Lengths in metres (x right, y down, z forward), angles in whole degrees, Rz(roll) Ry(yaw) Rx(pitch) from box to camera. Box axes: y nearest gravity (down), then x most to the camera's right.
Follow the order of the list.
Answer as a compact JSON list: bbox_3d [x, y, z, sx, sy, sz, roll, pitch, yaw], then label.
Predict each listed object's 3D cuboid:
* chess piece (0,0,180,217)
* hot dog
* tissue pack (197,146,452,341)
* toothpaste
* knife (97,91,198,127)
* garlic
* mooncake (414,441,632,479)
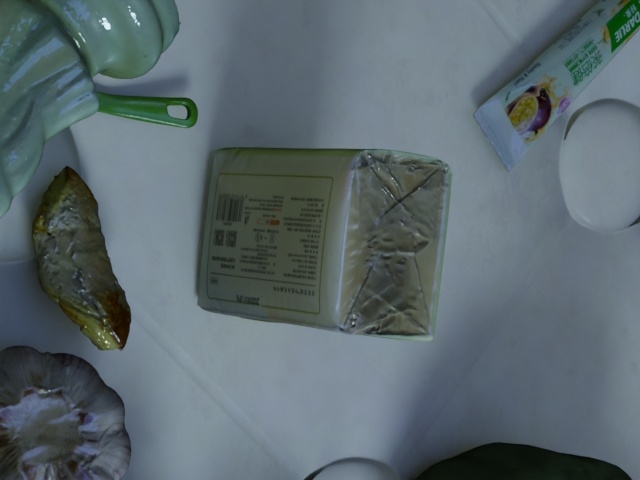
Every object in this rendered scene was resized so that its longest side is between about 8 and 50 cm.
[{"bbox_3d":[-0.266,-0.133,1.471,0.298,0.175,0.176,-49,116,-25],"label":"chess piece"},{"bbox_3d":[-0.215,0.023,1.578,0.078,0.061,0.169,8,63,-64],"label":"hot dog"},{"bbox_3d":[0.000,0.000,1.617,0.125,0.234,0.159,8,87,-35],"label":"tissue pack"},{"bbox_3d":[0.278,-0.203,1.912,0.058,0.056,0.314,39,68,15],"label":"toothpaste"},{"bbox_3d":[-0.185,-0.127,1.617,0.166,0.022,0.078,8,74,-34],"label":"knife"},{"bbox_3d":[-0.239,0.165,1.543,0.159,0.102,0.147,30,76,-6],"label":"garlic"},{"bbox_3d":[0.200,0.380,1.792,0.351,0.187,0.351,-3,95,-34],"label":"mooncake"}]
